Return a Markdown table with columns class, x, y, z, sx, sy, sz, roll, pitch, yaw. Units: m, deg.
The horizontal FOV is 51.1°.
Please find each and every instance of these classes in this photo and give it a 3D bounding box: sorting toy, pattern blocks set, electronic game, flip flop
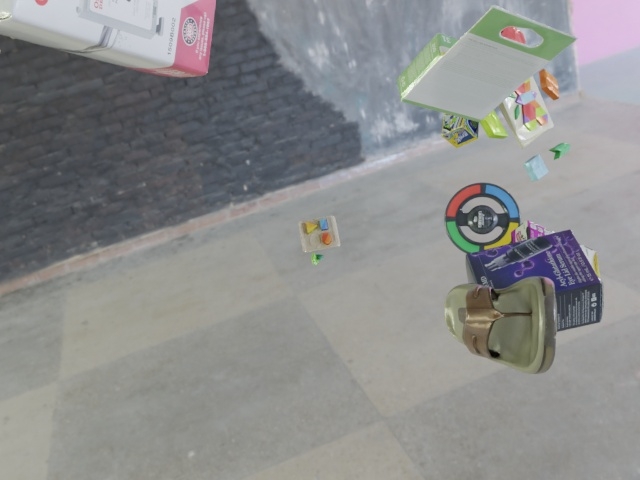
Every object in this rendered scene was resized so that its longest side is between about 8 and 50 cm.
| class | x | y | z | sx | sy | sz | roll | pitch | yaw |
| --- | --- | --- | --- | --- | --- | --- | --- | --- | --- |
| sorting toy | 0.000 | 0.000 | 1.084 | 0.062 | 0.012 | 0.083 | -9 | 65 | -2 |
| pattern blocks set | 0.432 | -0.302 | 1.440 | 0.285 | 0.324 | 0.026 | -44 | 14 | -33 |
| electronic game | 0.494 | -0.064 | 2.047 | 0.229 | 0.229 | 0.048 | -12 | -3 | 8 |
| flip flop | 0.201 | 0.096 | 0.816 | 0.080 | 0.112 | 0.277 | 2 | -1 | -13 |

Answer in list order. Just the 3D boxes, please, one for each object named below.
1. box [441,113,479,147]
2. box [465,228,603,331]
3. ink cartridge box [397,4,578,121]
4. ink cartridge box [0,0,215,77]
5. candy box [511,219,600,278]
| class | x | y | z | sx | sy | sz | roll | pitch | yaw |
| --- | --- | --- | --- | --- | --- | --- | --- | --- | --- |
| box | 0.304 | -0.285 | 1.427 | 0.059 | 0.054 | 0.168 | -21 | 47 | 45 |
| box | 0.388 | 0.086 | 1.233 | 0.207 | 0.108 | 0.153 | -14 | 40 | 5 |
| ink cartridge box | 0.256 | -0.286 | 1.062 | 0.171 | 0.056 | 0.235 | 9 | -30 | -26 |
| ink cartridge box | -0.243 | -0.307 | 0.731 | 0.117 | 0.207 | 0.283 | 12 | 8 | 28 |
| candy box | 0.606 | 0.064 | 1.718 | 0.071 | 0.234 | 0.159 | -47 | 27 | 48 |
